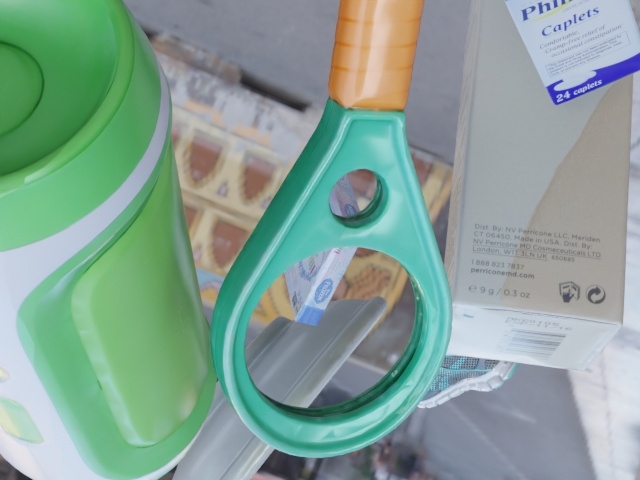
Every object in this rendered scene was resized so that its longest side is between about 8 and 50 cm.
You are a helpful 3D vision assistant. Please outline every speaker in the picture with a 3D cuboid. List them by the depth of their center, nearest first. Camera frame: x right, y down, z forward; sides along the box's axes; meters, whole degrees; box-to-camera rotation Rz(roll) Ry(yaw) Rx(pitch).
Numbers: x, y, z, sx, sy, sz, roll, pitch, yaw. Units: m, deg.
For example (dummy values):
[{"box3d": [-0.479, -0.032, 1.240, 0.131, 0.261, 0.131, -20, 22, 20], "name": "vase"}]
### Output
[{"box3d": [-0.113, 0.013, 0.498, 0.131, 0.131, 0.296, 20, 152, 10], "name": "speaker"}]

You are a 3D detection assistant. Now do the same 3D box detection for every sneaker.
[{"box3d": [0.146, 0.137, 1.314, 0.166, 0.065, 0.076, -27, 103, 43], "name": "sneaker"}]

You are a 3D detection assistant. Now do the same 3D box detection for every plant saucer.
[{"box3d": [-0.077, 0.202, 1.408, 0.100, 0.400, 0.400, 39, 172, 5], "name": "plant saucer"}]

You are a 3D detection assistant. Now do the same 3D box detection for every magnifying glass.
[{"box3d": [0.014, -0.025, 0.414, 0.092, 0.231, 0.026, 0, -159, -21], "name": "magnifying glass"}]

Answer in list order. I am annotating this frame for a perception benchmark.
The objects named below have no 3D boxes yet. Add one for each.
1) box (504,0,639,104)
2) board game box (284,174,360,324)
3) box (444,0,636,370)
[{"box3d": [0.155, -0.185, 0.767, 0.072, 0.126, 0.137, -21, 146, 16], "name": "box"}, {"box3d": [0.000, 0.000, 0.851, 0.020, 0.090, 0.090, 14, -149, -20], "name": "board game box"}, {"box3d": [0.167, -0.070, 0.899, 0.121, 0.311, 0.148, 7, 162, 4], "name": "box"}]
